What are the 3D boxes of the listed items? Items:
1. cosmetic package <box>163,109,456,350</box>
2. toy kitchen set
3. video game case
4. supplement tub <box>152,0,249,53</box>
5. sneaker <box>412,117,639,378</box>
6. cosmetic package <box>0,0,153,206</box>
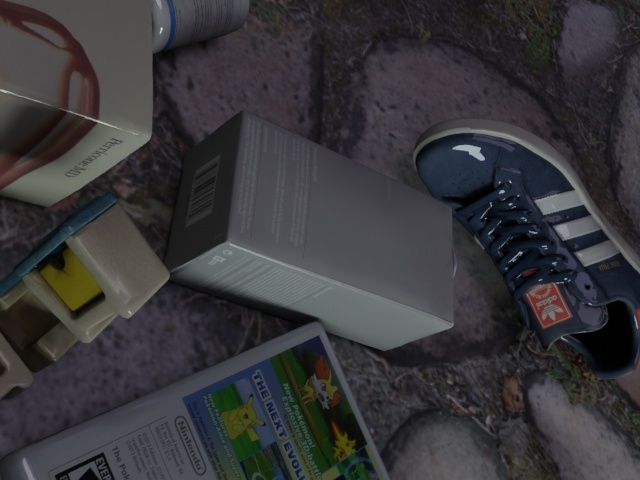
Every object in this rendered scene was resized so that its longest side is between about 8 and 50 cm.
[{"bbox_3d":[0.000,0.000,0.771,0.238,0.107,0.127,25,56,-32],"label":"cosmetic package"},{"bbox_3d":[-0.221,0.057,0.517,0.122,0.166,0.207,50,48,-10],"label":"toy kitchen set"},{"bbox_3d":[-0.037,0.252,0.652,0.300,0.036,0.329,-18,82,-48],"label":"video game case"},{"bbox_3d":[-0.122,-0.206,0.783,0.107,0.071,0.071,-26,88,-43],"label":"supplement tub"},{"bbox_3d":[0.227,0.019,0.925,0.350,0.131,0.148,36,47,-22],"label":"sneaker"},{"bbox_3d":[-0.267,-0.129,0.554,0.296,0.153,0.129,14,62,-41],"label":"cosmetic package"}]
